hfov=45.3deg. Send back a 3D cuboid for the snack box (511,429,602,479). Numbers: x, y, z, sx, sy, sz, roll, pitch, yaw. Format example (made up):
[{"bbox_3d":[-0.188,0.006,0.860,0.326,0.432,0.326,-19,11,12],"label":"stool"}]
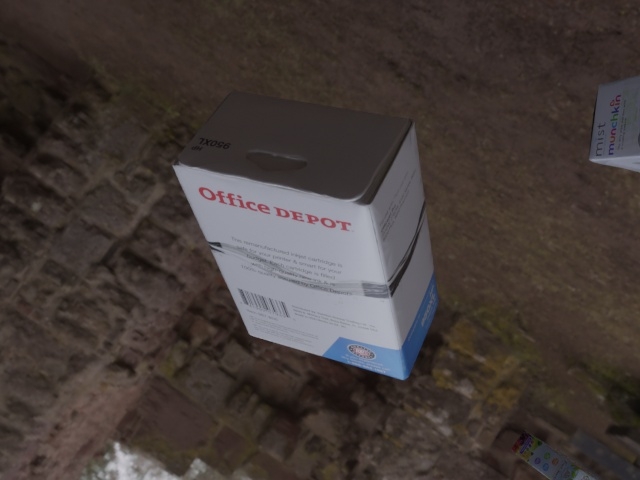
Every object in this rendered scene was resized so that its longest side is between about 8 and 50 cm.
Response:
[{"bbox_3d":[0.336,0.316,1.034,0.141,0.037,0.100,35,176,-34],"label":"snack box"}]

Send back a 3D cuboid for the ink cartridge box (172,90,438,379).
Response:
[{"bbox_3d":[0.000,0.000,1.107,0.286,0.166,0.394,13,144,24],"label":"ink cartridge box"}]

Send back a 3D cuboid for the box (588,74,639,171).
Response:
[{"bbox_3d":[0.560,-0.152,1.074,0.262,0.126,0.231,7,-179,-16],"label":"box"}]
